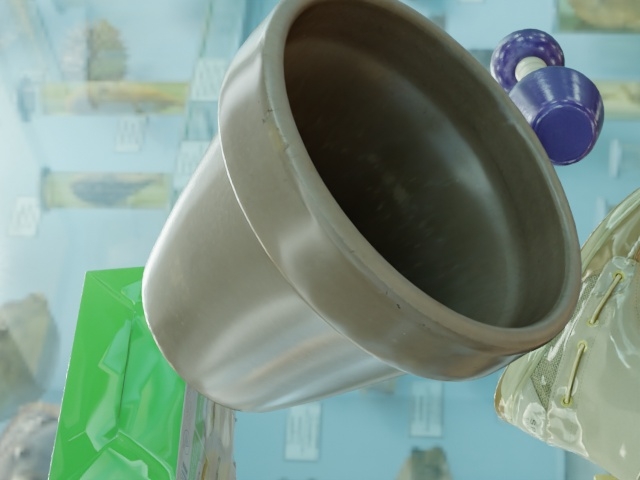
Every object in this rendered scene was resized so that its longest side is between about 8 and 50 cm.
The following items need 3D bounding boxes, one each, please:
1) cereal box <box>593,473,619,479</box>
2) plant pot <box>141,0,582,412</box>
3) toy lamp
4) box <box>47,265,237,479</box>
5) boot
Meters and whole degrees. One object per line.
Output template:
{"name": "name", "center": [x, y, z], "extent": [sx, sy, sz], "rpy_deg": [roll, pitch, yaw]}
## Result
{"name": "cereal box", "center": [0.331, 0.328, 1.067], "extent": [0.047, 0.173, 0.240], "rpy_deg": [-72, -17, -57]}
{"name": "plant pot", "center": [0.000, 0.000, 0.755], "extent": [0.229, 0.263, 0.263], "rpy_deg": [-37, 32, 37]}
{"name": "toy lamp", "center": [0.183, -0.120, 0.947], "extent": [0.274, 0.080, 0.080], "rpy_deg": [-80, -10, -72]}
{"name": "box", "center": [-0.165, 0.195, 1.156], "extent": [0.231, 0.127, 0.262], "rpy_deg": [80, -172, -50]}
{"name": "boot", "center": [0.296, 0.089, 0.979], "extent": [0.262, 0.203, 0.095], "rpy_deg": [-54, -41, -6]}
